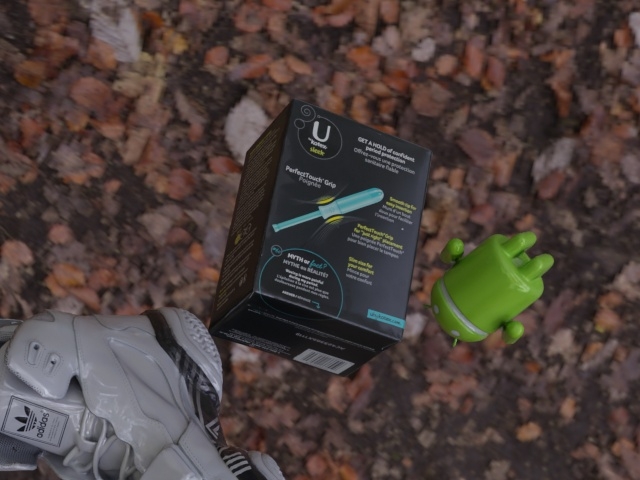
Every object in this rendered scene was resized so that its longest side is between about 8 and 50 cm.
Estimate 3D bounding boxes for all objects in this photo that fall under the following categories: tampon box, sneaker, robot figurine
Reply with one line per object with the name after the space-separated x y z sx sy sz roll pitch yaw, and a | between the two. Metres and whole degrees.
0.000 0.000 0.976 0.120 0.101 0.161 20 62 -17 | tampon box
-0.164 0.185 1.063 0.210 0.366 0.137 8 123 -31 | sneaker
0.142 0.041 1.112 0.115 0.067 0.101 -40 80 24 | robot figurine
